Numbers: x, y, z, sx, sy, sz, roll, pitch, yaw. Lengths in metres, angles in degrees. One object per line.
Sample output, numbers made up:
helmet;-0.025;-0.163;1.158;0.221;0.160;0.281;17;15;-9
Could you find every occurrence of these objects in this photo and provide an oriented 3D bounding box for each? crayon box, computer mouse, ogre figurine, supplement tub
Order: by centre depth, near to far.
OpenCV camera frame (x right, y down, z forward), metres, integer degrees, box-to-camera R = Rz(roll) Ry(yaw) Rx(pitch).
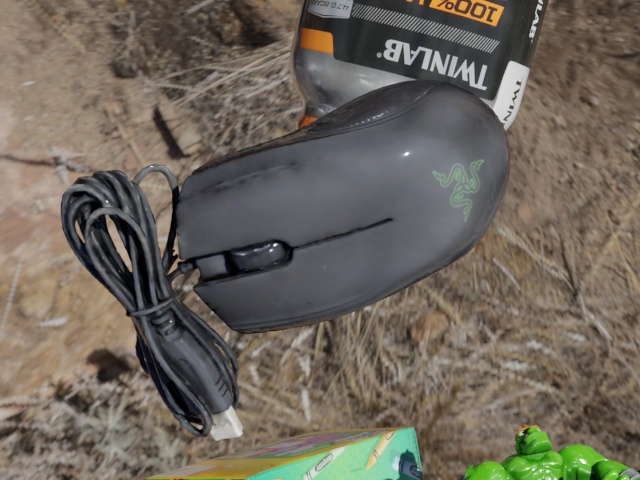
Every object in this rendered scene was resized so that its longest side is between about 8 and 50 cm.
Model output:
computer mouse;0.000;0.000;0.728;0.272;0.072;0.188;-26;110;-3
supplement tub;0.088;-0.208;0.967;0.193;0.193;0.316;14;96;2
ogre figurine;0.211;0.237;1.139;0.197;0.118;0.097;-27;110;-6
crayon box;-0.036;0.272;1.337;0.165;0.278;0.081;-11;87;42
